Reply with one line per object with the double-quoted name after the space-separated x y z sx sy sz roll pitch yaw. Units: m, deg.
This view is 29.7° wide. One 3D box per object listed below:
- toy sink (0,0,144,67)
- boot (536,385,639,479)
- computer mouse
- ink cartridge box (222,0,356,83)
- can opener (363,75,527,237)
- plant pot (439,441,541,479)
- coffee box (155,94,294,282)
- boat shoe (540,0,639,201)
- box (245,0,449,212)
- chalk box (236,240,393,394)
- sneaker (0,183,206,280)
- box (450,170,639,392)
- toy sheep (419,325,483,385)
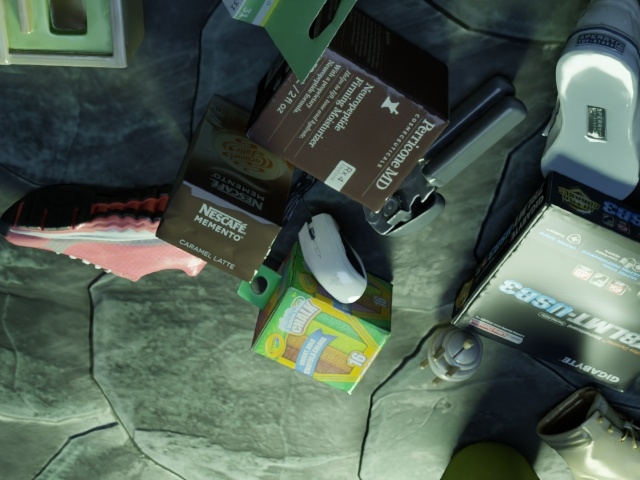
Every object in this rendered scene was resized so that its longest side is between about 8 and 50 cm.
-0.353 -0.313 1.529 0.234 0.131 0.153 4 122 3 "toy sink"
0.488 0.301 1.864 0.262 0.095 0.203 -28 115 25 "boot"
0.000 0.000 1.685 0.106 0.042 0.193 -41 69 25 "computer mouse"
-0.045 -0.326 1.441 0.056 0.235 0.171 10 128 -38 "ink cartridge box"
0.174 -0.106 1.662 0.283 0.076 0.095 -40 143 25 "can opener"
0.263 0.459 1.862 0.274 0.293 0.275 2 122 3 "plant pot"
-0.116 -0.074 1.590 0.141 0.246 0.098 25 121 -11 "coffee box"
0.358 -0.190 1.539 0.135 0.156 0.367 14 154 19 "boat shoe"
0.038 -0.181 1.555 0.203 0.167 0.168 30 120 -13 "box"
-0.016 0.102 1.758 0.213 0.132 0.132 24 121 -10 "chalk box"
-0.307 0.005 1.735 0.313 0.116 0.136 1 123 5 "sneaker"
0.378 0.070 1.698 0.295 0.073 0.293 23 136 -8 "box"
0.200 0.169 1.800 0.091 0.091 0.132 24 160 -10 "toy sheep"
